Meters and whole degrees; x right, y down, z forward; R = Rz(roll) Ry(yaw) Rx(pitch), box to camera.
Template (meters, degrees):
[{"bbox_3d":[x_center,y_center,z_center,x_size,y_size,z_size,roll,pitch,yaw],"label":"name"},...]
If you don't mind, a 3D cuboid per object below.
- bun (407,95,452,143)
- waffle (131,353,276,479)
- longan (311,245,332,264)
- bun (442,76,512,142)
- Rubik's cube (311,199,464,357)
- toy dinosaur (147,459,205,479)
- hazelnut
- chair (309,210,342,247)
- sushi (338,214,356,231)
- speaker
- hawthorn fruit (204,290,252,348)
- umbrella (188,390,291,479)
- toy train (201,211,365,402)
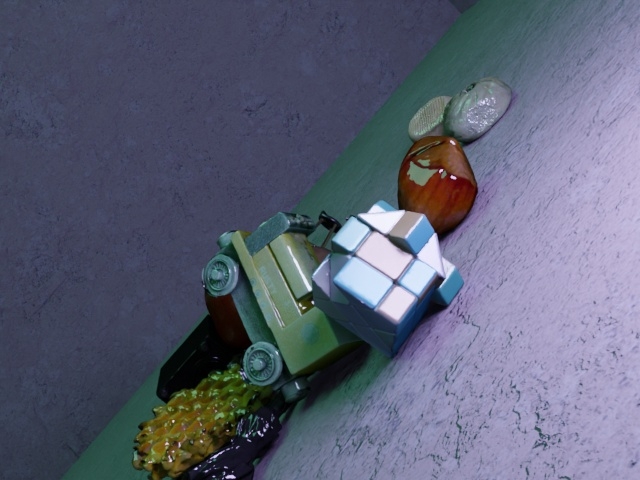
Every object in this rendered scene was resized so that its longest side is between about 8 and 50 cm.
[{"bbox_3d":[0.352,-0.345,2.175,0.188,0.111,0.164,-39,30,29],"label":"bun"},{"bbox_3d":[-0.277,0.422,1.771,0.382,0.095,0.379,-32,12,-3],"label":"waffle"},{"bbox_3d":[-0.013,0.121,1.674,0.198,0.198,0.212,-159,86,-79],"label":"longan"},{"bbox_3d":[0.407,-0.356,1.943,0.221,0.108,0.221,-47,10,11],"label":"bun"},{"bbox_3d":[0.121,0.062,1.279,0.213,0.224,0.265,-51,-17,-21],"label":"Rubik's cube"},{"bbox_3d":[-0.322,0.524,1.812,0.248,0.075,0.188,-32,16,39],"label":"toy dinosaur"},{"bbox_3d":[0.236,-0.110,1.547,0.181,0.181,0.212,-24,28,18],"label":"hazelnut"},{"bbox_3d":[-0.001,0.000,2.415,0.095,0.104,0.221,4,53,45],"label":"chair"},{"bbox_3d":[0.091,-0.032,2.232,0.083,0.056,0.084,-55,11,4],"label":"sushi"},{"bbox_3d":[-0.323,0.373,2.081,0.232,0.184,0.254,-49,13,1],"label":"speaker"},{"bbox_3d":[-0.175,0.161,1.986,0.295,0.295,0.311,-71,-2,-66],"label":"hawthorn fruit"},{"bbox_3d":[-0.137,0.403,1.460,0.118,0.118,0.340,-39,5,43],"label":"umbrella"},{"bbox_3d":[-0.079,0.123,1.516,0.253,0.397,0.160,-37,-22,26],"label":"toy train"}]
